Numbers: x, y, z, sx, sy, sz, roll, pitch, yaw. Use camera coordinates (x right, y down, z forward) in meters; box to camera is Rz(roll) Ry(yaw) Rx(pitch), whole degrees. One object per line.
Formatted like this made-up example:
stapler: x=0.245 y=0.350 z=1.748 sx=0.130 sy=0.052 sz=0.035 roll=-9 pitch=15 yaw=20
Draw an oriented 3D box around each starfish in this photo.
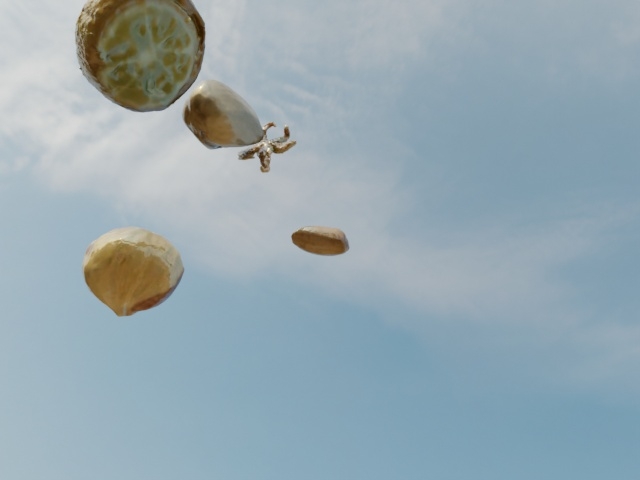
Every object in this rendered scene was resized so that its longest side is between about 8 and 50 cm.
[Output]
starfish: x=-0.131 y=-0.228 z=1.490 sx=0.150 sy=0.210 sz=0.053 roll=-11 pitch=-53 yaw=7

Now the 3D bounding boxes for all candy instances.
candy: x=-0.339 y=-0.375 z=1.138 sx=0.118 sy=0.259 sz=0.260 roll=34 pitch=-51 yaw=29

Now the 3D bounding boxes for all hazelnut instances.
hazelnut: x=-0.499 y=0.081 z=1.558 sx=0.260 sy=0.261 sz=0.241 roll=11 pitch=-101 yaw=20

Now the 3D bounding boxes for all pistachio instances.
pistachio: x=-0.225 y=-0.280 z=1.377 sx=0.137 sy=0.238 sz=0.153 roll=12 pitch=-100 yaw=30

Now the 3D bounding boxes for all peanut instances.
peanut: x=0.000 y=0.000 z=1.488 sx=0.152 sy=0.076 sz=0.076 roll=10 pitch=-54 yaw=-11
